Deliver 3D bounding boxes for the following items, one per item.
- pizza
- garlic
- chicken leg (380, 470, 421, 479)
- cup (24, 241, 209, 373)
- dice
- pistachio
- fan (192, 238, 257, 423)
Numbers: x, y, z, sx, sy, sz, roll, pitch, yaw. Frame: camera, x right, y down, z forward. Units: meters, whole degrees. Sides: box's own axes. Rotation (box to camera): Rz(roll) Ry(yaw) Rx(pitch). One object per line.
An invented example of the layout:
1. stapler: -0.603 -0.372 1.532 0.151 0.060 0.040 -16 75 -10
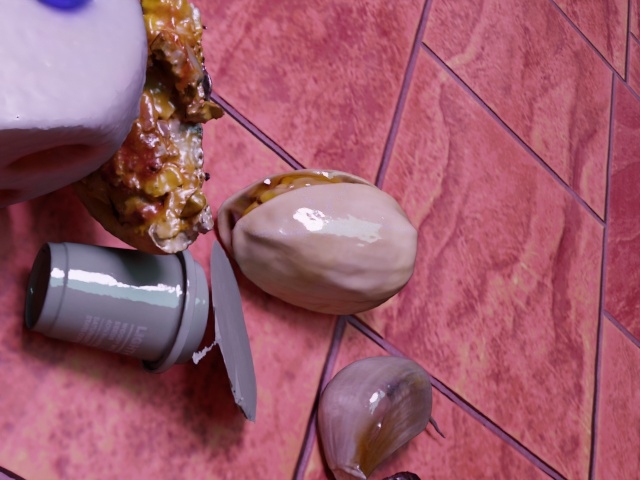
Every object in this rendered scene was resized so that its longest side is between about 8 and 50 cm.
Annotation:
1. pizza: -0.170 -0.122 0.803 0.081 0.228 0.289 3 39 -42
2. garlic: 0.075 0.191 1.039 0.198 0.091 0.128 -15 96 -55
3. chicken leg: 0.058 0.318 0.971 0.205 0.053 0.093 -31 107 -45
4. cup: -0.182 0.055 0.824 0.141 0.120 0.120 9 63 -29
5. dice: -0.305 -0.145 0.690 0.251 0.259 0.243 -11 80 -49
6. pistachio: 0.000 0.000 1.014 0.230 0.157 0.157 12 61 -27
7. fan: -0.088 0.086 0.825 0.310 0.010 0.182 23 54 -87
